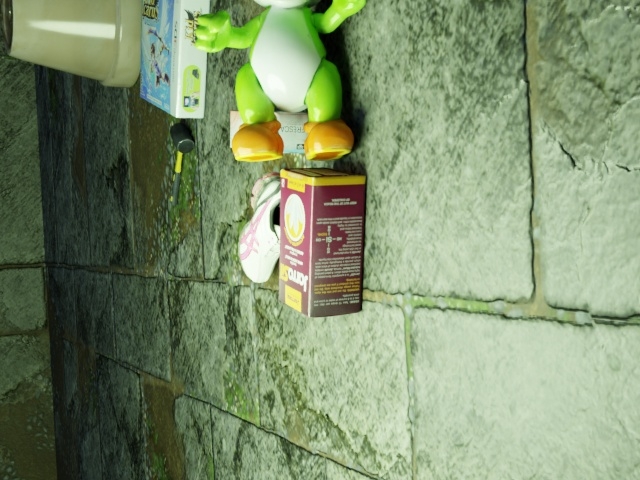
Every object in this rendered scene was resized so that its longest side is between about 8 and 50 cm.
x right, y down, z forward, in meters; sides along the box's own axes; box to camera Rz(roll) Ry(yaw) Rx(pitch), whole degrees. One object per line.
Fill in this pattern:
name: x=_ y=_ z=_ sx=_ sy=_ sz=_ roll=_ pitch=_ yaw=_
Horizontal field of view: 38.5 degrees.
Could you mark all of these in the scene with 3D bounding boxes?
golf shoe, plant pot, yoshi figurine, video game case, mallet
golf shoe: x=-0.080 y=-0.008 z=1.415 sx=0.086 sy=0.068 sz=0.186 roll=49 pitch=135 yaw=49
plant pot: x=-0.581 y=-0.516 z=2.125 sx=0.323 sy=0.281 sz=0.323 roll=17 pitch=109 yaw=61
yoshi figurine: x=-0.043 y=-0.289 z=1.196 sx=0.203 sy=0.204 sz=0.362 roll=-4 pitch=87 yaw=48
video game case: x=-0.293 y=-0.383 z=1.806 sx=0.269 sy=0.061 sz=0.244 roll=33 pitch=121 yaw=59
mallet: x=-0.291 y=-0.155 z=1.862 sx=0.189 sy=0.039 sz=0.062 roll=111 pitch=145 yaw=-46

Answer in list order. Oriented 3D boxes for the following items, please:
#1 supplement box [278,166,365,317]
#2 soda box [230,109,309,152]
supplement box: x=0.000 y=0.000 z=1.240 sx=0.104 sy=0.081 sz=0.188 roll=21 pitch=112 yaw=61
soda box: x=-0.081 y=-0.169 z=1.410 sx=0.183 sy=0.058 sz=0.062 roll=17 pitch=108 yaw=63
